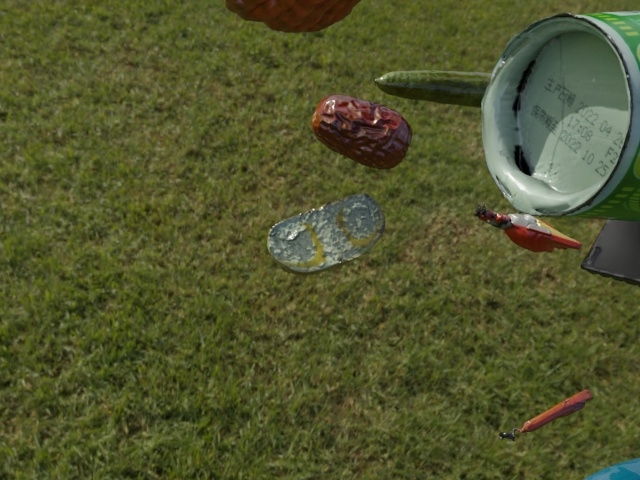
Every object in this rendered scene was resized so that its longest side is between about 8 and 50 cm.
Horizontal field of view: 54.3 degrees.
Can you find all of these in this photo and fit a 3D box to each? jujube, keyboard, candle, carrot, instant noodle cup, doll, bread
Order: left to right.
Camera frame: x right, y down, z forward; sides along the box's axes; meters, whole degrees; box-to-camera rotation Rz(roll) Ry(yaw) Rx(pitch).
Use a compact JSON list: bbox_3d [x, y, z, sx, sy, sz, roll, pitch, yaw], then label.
[{"bbox_3d":[0.000,0.000,0.809,0.157,0.094,0.083,-19,87,-34],"label":"bread"},{"bbox_3d":[0.071,-0.191,1.085,0.176,0.112,0.109,22,35,0],"label":"jujube"},{"bbox_3d":[0.276,-0.277,1.153,0.359,0.074,0.074,3,47,-4],"label":"carrot"},{"bbox_3d":[0.348,-0.016,1.075,0.169,0.109,0.057,17,84,-5],"label":"doll"},{"bbox_3d":[0.362,0.283,0.997,0.167,0.021,0.026,-24,86,-9],"label":"candle"},{"bbox_3d":[0.265,-0.099,0.490,0.233,0.207,0.207,-4,49,-24],"label":"instant noodle cup"},{"bbox_3d":[0.409,-0.073,0.695,0.106,0.027,0.317,18,63,47],"label":"keyboard"}]

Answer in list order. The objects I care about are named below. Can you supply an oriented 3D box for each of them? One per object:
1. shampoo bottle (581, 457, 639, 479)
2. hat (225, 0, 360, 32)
[{"bbox_3d":[0.337,0.385,0.436,0.331,0.331,0.343,2,10,-13],"label":"shampoo bottle"},{"bbox_3d":[0.022,-0.402,0.636,0.285,0.400,0.285,11,72,-38],"label":"hat"}]
